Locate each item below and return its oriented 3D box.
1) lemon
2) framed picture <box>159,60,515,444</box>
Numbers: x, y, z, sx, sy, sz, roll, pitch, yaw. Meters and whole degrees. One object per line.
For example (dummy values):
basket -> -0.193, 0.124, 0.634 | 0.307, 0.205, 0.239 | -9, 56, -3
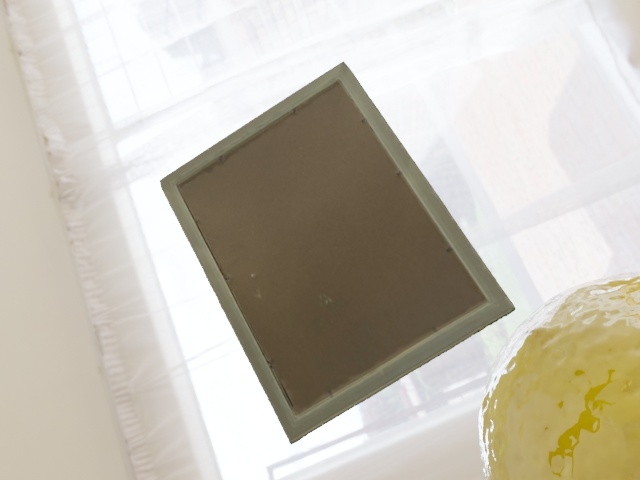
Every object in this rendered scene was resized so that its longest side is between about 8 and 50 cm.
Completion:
lemon -> 0.214, 0.135, 0.356 | 0.288, 0.234, 0.233 | -96, -18, -74
framed picture -> 0.000, 0.000, 0.347 | 0.183, 0.142, 0.011 | 59, -176, 19
